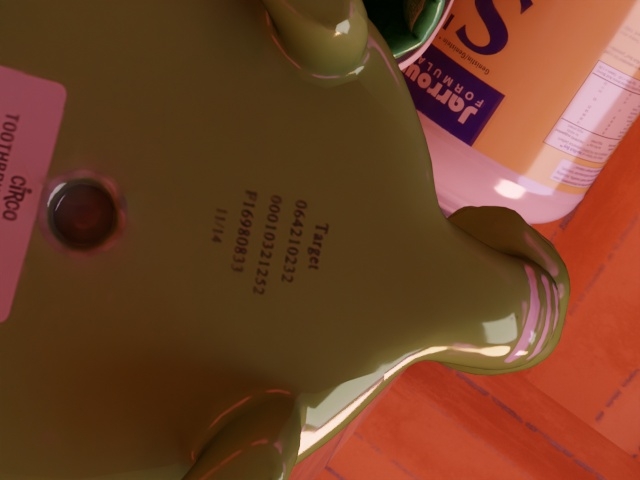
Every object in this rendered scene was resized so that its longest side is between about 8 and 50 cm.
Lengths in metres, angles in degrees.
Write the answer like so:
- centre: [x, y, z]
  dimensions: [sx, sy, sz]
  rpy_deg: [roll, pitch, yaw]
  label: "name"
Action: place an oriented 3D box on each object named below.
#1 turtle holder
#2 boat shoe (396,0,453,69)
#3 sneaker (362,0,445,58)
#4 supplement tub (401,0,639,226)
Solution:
- centre: [-0.064, -0.024, 0.622]
  dimensions: [0.320, 0.243, 0.227]
  rpy_deg: [-16, -174, -8]
  label: "turtle holder"
- centre: [0.034, -0.166, 1.158]
  dimensions: [0.233, 0.084, 0.079]
  rpy_deg: [-46, 168, -26]
  label: "boat shoe"
- centre: [0.028, -0.169, 1.004]
  dimensions: [0.295, 0.123, 0.109]
  rpy_deg: [-41, 163, -53]
  label: "sneaker"
- centre: [0.167, -0.165, 1.322]
  dimensions: [0.331, 0.241, 0.241]
  rpy_deg: [-57, 169, 17]
  label: "supplement tub"
